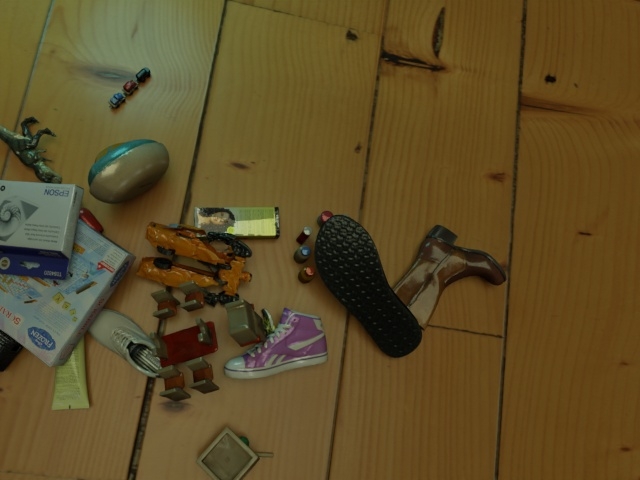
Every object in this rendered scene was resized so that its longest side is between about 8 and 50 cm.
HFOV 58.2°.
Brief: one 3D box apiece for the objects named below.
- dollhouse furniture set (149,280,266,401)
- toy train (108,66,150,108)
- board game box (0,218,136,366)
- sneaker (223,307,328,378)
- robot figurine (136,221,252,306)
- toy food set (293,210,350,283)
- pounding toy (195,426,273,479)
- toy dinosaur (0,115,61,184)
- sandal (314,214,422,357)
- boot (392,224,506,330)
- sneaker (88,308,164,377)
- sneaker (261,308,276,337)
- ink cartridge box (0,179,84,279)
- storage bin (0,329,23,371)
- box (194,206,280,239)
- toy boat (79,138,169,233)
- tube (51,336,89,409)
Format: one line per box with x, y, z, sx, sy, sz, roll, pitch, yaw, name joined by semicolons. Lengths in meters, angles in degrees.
-0.279;0.240;1.419;0.258;0.135;0.262;-17;61;5;dollhouse furniture set
-0.536;-0.429;1.618;0.027;0.036;0.158;39;74;-1;toy train
-0.672;0.086;1.408;0.318;0.066;0.318;33;84;9;board game box
-0.123;0.261;1.505;0.281;0.102;0.161;-10;96;-24;sneaker
-0.320;0.055;1.508;0.290;0.085;0.211;16;108;-8;robot figurine
0.000;0.000;1.594;0.111;0.104;0.232;40;74;0;toy food set
-0.212;0.549;1.451;0.130;0.100;0.141;39;71;14;pounding toy
-0.778;-0.266;1.526;0.268;0.064;0.118;40;80;3;toy dinosaur
0.118;0.127;1.569;0.167;0.107;0.446;-30;107;4;sandal
0.362;0.133;1.643;0.264;0.096;0.281;35;75;-2;boot
-0.481;0.255;1.452;0.258;0.091;0.094;34;74;-3;sneaker
-0.145;0.225;1.556;0.035;0.031;0.083;-21;83;-14;sneaker
-0.683;-0.027;1.358;0.223;0.045;0.224;4;80;13;ink cartridge box
-0.819;0.229;1.376;0.180;0.122;0.084;35;74;-2;storage bin
-0.229;-0.046;1.585;0.232;0.058;0.088;-2;79;-12;box
-0.546;-0.149;1.472;0.318;0.267;0.148;-42;94;16;toy boat
-0.625;0.298;1.437;0.062;0.070;0.241;6;77;-49;tube
